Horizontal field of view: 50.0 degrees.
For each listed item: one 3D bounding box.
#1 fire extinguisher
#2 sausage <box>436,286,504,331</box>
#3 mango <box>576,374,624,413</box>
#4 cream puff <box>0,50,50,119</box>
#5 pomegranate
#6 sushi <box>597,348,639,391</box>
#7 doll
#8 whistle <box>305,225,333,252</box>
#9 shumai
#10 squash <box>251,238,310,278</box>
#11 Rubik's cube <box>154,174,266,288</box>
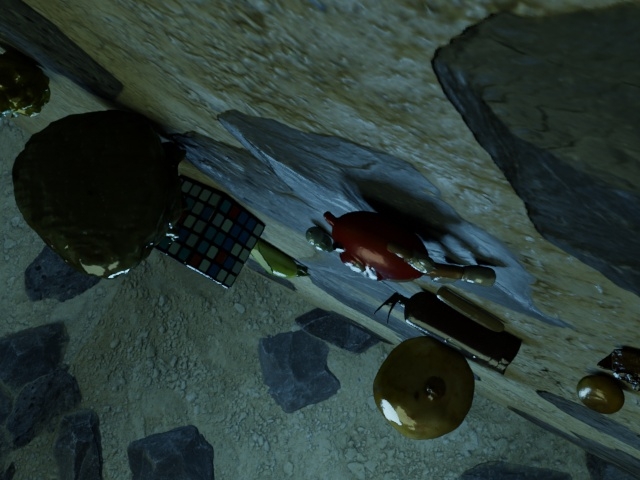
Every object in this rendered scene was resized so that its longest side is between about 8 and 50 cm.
[{"bbox_3d":[0.238,0.168,1.304,0.268,0.089,0.072,28,174,14],"label":"fire extinguisher"},{"bbox_3d":[0.258,0.121,1.181,0.132,0.024,0.024,31,172,-4],"label":"sausage"},{"bbox_3d":[0.475,0.257,1.163,0.079,0.057,0.114,30,165,29],"label":"mango"},{"bbox_3d":[-0.569,-0.291,1.278,0.156,0.156,0.121,19,124,54],"label":"cream puff"},{"bbox_3d":[0.287,0.419,1.957,0.307,0.307,0.307,29,172,5],"label":"pomegranate"},{"bbox_3d":[0.405,0.168,0.881,0.050,0.047,0.099,28,174,-12],"label":"sushi"},{"bbox_3d":[0.102,0.019,0.912,0.217,0.085,0.183,22,175,-13],"label":"doll"},{"bbox_3d":[0.000,0.000,1.304,0.035,0.035,0.100,25,171,32],"label":"whistle"},{"bbox_3d":[-0.360,-0.053,1.260,0.288,0.292,0.329,81,166,-64],"label":"shumai"},{"bbox_3d":[-0.124,0.072,2.025,0.200,0.075,0.090,30,146,-15],"label":"squash"},{"bbox_3d":[-0.277,-0.020,1.623,0.187,0.182,0.184,24,171,37],"label":"Rubik's cube"}]
